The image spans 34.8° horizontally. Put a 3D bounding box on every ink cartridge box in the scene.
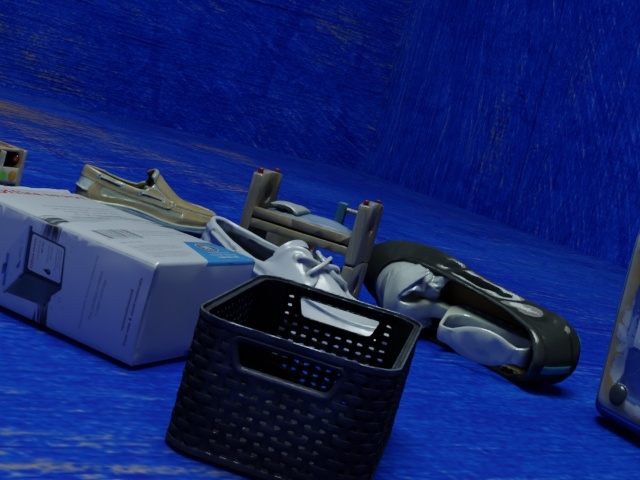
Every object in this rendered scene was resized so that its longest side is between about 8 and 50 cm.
[{"bbox_3d":[-0.170,0.022,0.793,0.191,0.082,0.140,18,8,25],"label":"ink cartridge box"}]

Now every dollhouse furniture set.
[{"bbox_3d":[0.000,0.000,1.107,0.129,0.129,0.184,18,8,15],"label":"dollhouse furniture set"}]

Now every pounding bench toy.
[{"bbox_3d":[-0.415,-0.099,1.262,0.083,0.052,0.065,20,9,27],"label":"pounding bench toy"}]

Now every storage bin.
[{"bbox_3d":[-0.010,0.087,0.653,0.122,0.084,0.180,17,7,9],"label":"storage bin"}]

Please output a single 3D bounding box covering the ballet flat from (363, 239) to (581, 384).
[{"bbox_3d":[0.132,0.068,1.049,0.280,0.095,0.096,22,22,37],"label":"ballet flat"}]

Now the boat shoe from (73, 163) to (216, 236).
[{"bbox_3d":[-0.209,-0.053,1.271,0.190,0.072,0.068,11,9,-33],"label":"boat shoe"}]

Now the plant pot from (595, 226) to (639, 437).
[{"bbox_3d":[0.387,0.093,0.888,0.212,0.236,0.236,4,13,-31],"label":"plant pot"}]

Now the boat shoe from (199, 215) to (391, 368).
[{"bbox_3d":[-0.027,0.042,0.924,0.258,0.084,0.095,21,9,35],"label":"boat shoe"}]
